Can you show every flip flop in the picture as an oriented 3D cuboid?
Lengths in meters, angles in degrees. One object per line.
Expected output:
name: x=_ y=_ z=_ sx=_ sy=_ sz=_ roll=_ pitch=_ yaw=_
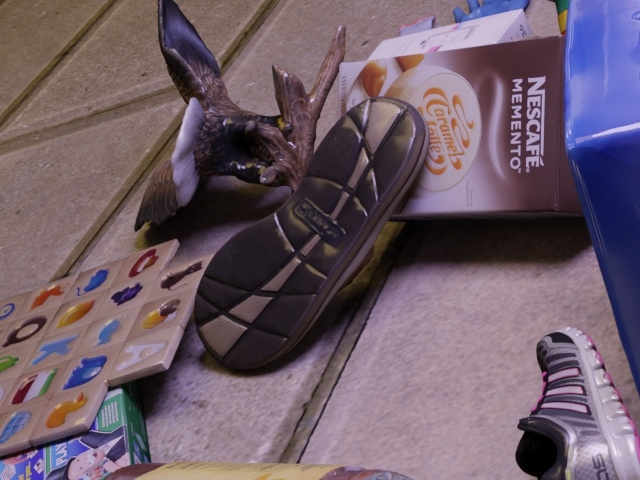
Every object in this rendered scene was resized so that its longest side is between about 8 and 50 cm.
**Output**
flip flop: x=0.000 y=0.000 z=1.295 sx=0.112 sy=0.080 sz=0.277 roll=44 pitch=103 yaw=30

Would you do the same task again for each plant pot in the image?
plant pot: x=0.281 y=-0.039 z=0.962 sx=0.212 sy=0.236 sz=0.236 roll=-14 pitch=27 yaw=16

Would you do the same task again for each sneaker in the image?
sneaker: x=0.155 y=0.115 z=0.985 sx=0.074 sy=0.063 sz=0.170 roll=-21 pitch=30 yaw=3

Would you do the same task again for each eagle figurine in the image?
eagle figurine: x=-0.106 y=-0.111 z=1.571 sx=0.298 sy=0.225 sz=0.226 roll=19 pitch=62 yaw=45

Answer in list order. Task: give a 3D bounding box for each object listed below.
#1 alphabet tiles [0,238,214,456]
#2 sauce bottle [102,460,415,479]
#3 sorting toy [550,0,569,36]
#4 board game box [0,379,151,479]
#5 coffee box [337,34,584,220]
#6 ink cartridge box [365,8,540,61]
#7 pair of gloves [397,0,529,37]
alphabet tiles: x=-0.261 y=0.109 z=1.400 sx=0.342 sy=0.011 sz=0.285 roll=-19 pitch=26 yaw=22
sauce bottle: x=-0.084 y=0.202 z=1.023 sx=0.344 sy=0.111 sz=0.111 roll=-8 pitch=32 yaw=41
sorting toy: x=0.317 y=-0.215 z=1.302 sx=0.255 sy=0.089 sz=0.257 roll=-13 pitch=-4 yaw=28
board game box: x=-0.253 y=0.181 z=1.319 sx=0.213 sy=0.046 sz=0.317 roll=-29 pitch=24 yaw=2
coffee box: x=0.131 y=-0.087 z=1.285 sx=0.098 sy=0.141 sz=0.246 roll=4 pitch=-4 yaw=-44
ink cartridge box: x=0.146 y=-0.140 z=1.426 sx=0.198 sy=0.115 sz=0.067 roll=-7 pitch=32 yaw=38
pair of gloves: x=0.139 y=-0.230 z=1.723 sx=0.198 sy=0.023 sz=0.159 roll=-18 pitch=26 yaw=21
